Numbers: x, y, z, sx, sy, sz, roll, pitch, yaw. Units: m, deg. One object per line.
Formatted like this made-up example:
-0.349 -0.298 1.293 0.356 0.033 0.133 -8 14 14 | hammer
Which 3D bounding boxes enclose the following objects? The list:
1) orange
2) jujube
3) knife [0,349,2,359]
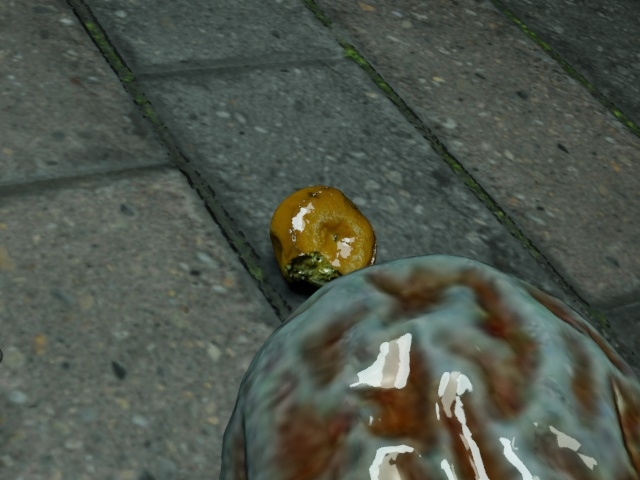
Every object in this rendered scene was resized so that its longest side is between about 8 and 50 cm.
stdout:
0.000 0.000 0.814 0.086 0.062 0.086 5 81 -29 | orange
0.075 0.156 0.538 0.247 0.215 0.308 -6 46 -27 | jujube
-0.262 0.121 0.603 0.072 0.019 0.245 25 37 6 | knife
